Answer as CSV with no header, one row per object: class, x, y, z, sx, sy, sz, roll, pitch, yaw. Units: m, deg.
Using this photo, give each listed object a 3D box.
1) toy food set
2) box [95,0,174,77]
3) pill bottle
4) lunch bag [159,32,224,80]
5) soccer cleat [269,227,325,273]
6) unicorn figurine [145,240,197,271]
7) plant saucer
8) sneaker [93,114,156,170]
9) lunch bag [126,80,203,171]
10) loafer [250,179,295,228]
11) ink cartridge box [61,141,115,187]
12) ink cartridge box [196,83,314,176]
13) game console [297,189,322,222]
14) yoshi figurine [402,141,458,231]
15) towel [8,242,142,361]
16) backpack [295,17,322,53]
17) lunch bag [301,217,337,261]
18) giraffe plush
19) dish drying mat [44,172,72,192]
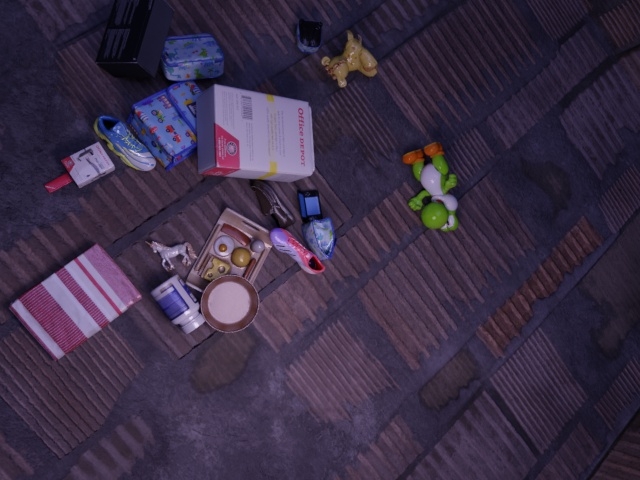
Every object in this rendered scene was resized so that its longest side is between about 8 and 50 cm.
toy food set,-0.309,0.069,1.866,0.220,0.092,0.306,30,75,-14
box,-0.627,-0.693,1.791,0.184,0.103,0.261,8,78,25
pill bottle,-0.475,0.217,1.779,0.112,0.112,0.186,-36,96,-20
lunch bag,-0.463,-0.654,1.872,0.219,0.090,0.176,-13,56,-21
soccer cleat,-0.081,0.037,1.914,0.248,0.095,0.083,46,63,-31
unicorn figurine,-0.517,0.046,1.819,0.162,0.060,0.111,-14,82,-35
plant saucer,-0.311,0.215,1.813,0.199,0.036,0.198,0,92,-15
sneaker,-0.659,-0.328,1.770,0.240,0.126,0.091,38,73,-11
lunch bag,-0.486,-0.423,1.860,0.293,0.138,0.221,-43,99,-31
loafer,-0.185,-0.128,1.939,0.078,0.080,0.220,-45,99,-19
ink cartridge box,-0.771,-0.252,1.758,0.135,0.056,0.099,-34,95,-19
ink cartridge box,-0.227,-0.362,1.860,0.385,0.160,0.279,1,84,-36
game console,-0.040,-0.132,1.996,0.107,0.071,0.122,-7,87,-20
yoshi figurine,0.452,-0.198,2.127,0.203,0.203,0.362,-20,93,-5
towel,-0.787,0.197,1.714,0.329,0.037,0.237,-39,99,-18
backpack,-0.048,-0.790,2.062,0.105,0.084,0.114,3,78,-19
lunch bag,0.000,0.000,1.965,0.096,0.129,0.151,-10,86,-20
giraffe plush,0.106,-0.693,2.074,0.170,0.210,0.181,-41,66,4
dish drying mat,-0.865,-0.190,1.744,0.083,0.008,0.032,-35,95,-20
